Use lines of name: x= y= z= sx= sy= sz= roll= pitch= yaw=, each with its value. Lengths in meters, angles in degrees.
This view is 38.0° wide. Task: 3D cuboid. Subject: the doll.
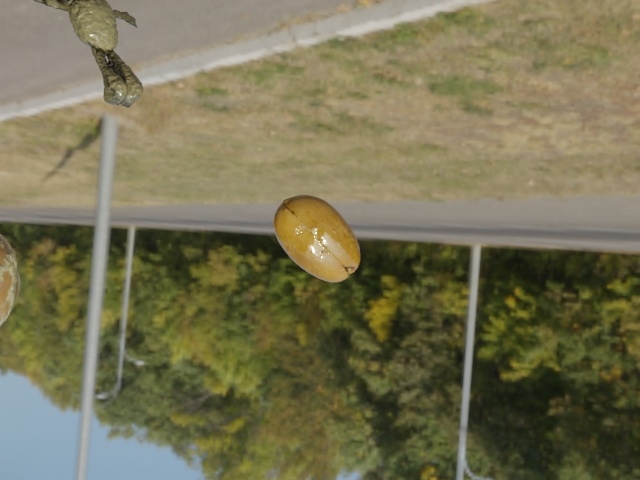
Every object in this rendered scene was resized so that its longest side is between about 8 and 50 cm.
doll: x=-0.366 y=-0.354 z=1.527 sx=0.091 sy=0.286 sz=0.202 roll=-43 pitch=-178 yaw=44

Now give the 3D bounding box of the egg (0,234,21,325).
egg: x=-0.686 y=0.075 z=1.797 sx=0.203 sy=0.245 sz=0.203 roll=-16 pitch=161 yaw=-6

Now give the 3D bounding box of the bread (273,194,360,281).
bread: x=0.000 y=0.000 z=1.601 sx=0.189 sy=0.114 sz=0.077 roll=45 pitch=170 yaw=-21
